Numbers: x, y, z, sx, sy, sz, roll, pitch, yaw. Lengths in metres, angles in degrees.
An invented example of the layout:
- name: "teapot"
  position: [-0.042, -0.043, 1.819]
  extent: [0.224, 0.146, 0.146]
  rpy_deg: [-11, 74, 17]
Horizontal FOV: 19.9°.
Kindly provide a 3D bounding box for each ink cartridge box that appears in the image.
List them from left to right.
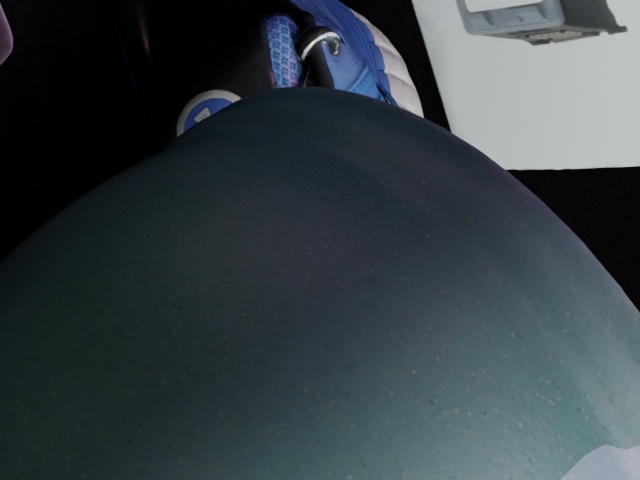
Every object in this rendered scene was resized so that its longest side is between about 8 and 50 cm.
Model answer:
- name: "ink cartridge box"
  position: [0.114, -0.218, 0.874]
  extent: [0.226, 0.131, 0.306]
  rpy_deg: [-68, 148, -40]

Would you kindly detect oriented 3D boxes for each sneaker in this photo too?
- name: "sneaker"
  position: [0.000, 0.000, 0.706]
  extent: [0.147, 0.130, 0.330]
  rpy_deg: [30, 20, -49]

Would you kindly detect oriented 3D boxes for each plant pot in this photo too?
- name: "plant pot"
  position: [-0.040, 0.121, 0.573]
  extent: [0.196, 0.293, 0.293]
  rpy_deg: [-27, 117, -35]

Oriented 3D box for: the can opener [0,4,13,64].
- name: "can opener"
  position: [-0.167, -0.160, 0.524]
  extent: [0.095, 0.076, 0.283]
  rpy_deg: [-114, -174, -57]
